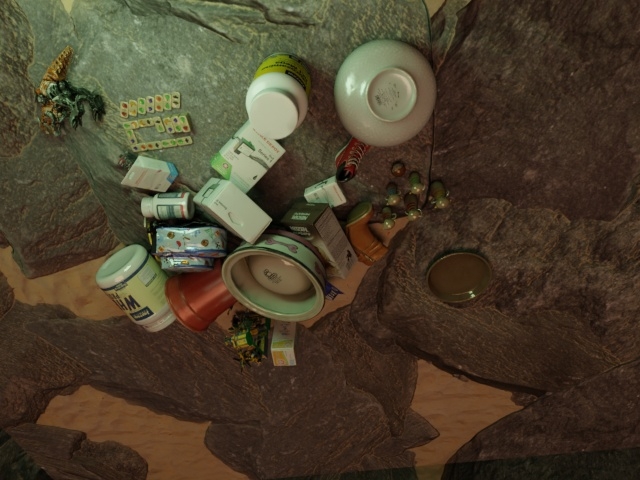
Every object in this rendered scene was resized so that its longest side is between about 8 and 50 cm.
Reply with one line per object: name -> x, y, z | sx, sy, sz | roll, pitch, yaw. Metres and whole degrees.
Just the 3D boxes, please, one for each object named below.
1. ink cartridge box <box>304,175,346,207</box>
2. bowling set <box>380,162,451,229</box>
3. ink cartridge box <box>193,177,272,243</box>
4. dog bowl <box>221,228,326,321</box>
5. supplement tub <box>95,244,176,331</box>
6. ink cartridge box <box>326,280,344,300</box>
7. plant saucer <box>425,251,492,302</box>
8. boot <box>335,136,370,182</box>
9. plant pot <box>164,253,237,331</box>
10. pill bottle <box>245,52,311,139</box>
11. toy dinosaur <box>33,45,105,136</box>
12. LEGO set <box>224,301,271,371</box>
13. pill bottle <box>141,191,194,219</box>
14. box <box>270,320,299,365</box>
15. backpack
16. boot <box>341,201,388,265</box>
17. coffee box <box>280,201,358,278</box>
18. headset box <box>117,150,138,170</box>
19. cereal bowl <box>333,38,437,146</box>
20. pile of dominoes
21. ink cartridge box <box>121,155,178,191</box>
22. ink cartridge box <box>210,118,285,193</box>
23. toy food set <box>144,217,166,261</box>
ink cartridge box -> 0.020, -0.173, 1.865 | 0.135, 0.056, 0.099 | -21, 122, 17
bowling set -> 0.308, -0.170, 1.795 | 0.287, 0.154, 0.200 | -30, 119, 21
ink cartridge box -> -0.324, -0.113, 1.774 | 0.211, 0.289, 0.121 | 43, 80, -25
dog bowl -> -0.159, 0.127, 1.857 | 0.407, 0.150, 0.408 | 12, 137, 11
supplement tub -> -0.749, 0.204, 2.055 | 0.235, 0.235, 0.325 | -21, 122, 17
ink cartridge box -> -0.039, 0.173, 2.035 | 0.223, 0.224, 0.045 | 38, 74, -21
plant saucer -> 0.588, 0.152, 2.084 | 0.277, 0.041, 0.278 | 2, 125, 2
boot -> 0.137, -0.312, 1.689 | 0.088, 0.176, 0.244 | 31, 119, -17
plant pot -> -0.455, 0.200, 2.042 | 0.265, 0.272, 0.272 | -32, 118, 13
pill bottle -> -0.127, -0.445, 1.508 | 0.187, 0.334, 0.188 | 1, 126, 1
toy dinosaur -> -0.868, -0.481, 1.636 | 0.218, 0.164, 0.322 | 30, 144, 1
LEGO set -> -0.352, 0.395, 2.149 | 0.192, 0.331, 0.255 | -17, 143, 16
pill bottle -> -0.589, -0.132, 1.888 | 0.180, 0.108, 0.108 | 0, 125, 3
box -> -0.159, 0.458, 2.231 | 0.103, 0.203, 0.114 | -3, 125, 4
backpack -> -0.486, 0.019, 1.864 | 0.263, 0.276, 0.213 | -9, 90, 4
boot -> 0.181, -0.013, 1.919 | 0.220, 0.109, 0.283 | 34, 131, -13
coffee box -> 0.000, 0.000, 1.872 | 0.168, 0.119, 0.297 | 6, 139, 42
headset box -> -0.705, -0.291, 1.808 | 0.083, 0.062, 0.032 | 34, 120, -19
cereal bowl -> 0.213, -0.460, 1.544 | 0.338, 0.141, 0.339 | -1, 108, -5
pile of dominoes -> -0.587, -0.412, 1.731 | 0.251, 0.040, 0.196 | -7, 125, 7
ink cartridge box -> -0.630, -0.244, 1.781 | 0.104, 0.062, 0.181 | -44, 150, 27
ink cartridge box -> -0.254, -0.298, 1.720 | 0.219, 0.092, 0.160 | -47, 115, 5
toy food set -> -0.646, -0.012, 1.974 | 0.071, 0.128, 0.218 | -13, 122, -8
